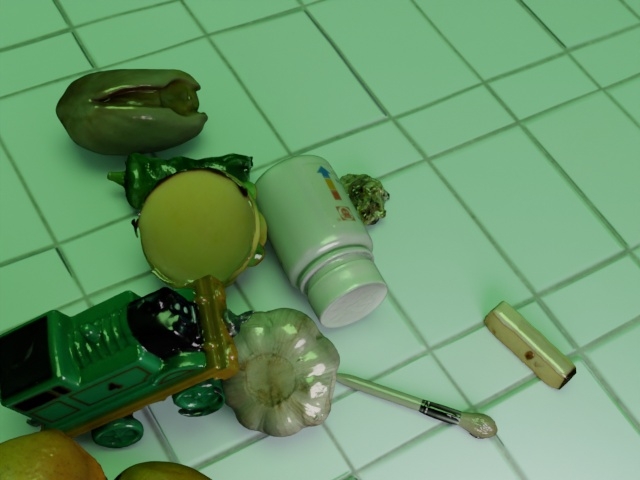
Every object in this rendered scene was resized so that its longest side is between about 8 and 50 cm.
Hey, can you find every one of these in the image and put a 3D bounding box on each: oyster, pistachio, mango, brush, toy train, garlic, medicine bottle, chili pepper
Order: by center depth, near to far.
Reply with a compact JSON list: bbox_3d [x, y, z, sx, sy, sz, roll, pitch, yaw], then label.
[{"bbox_3d":[-0.469,0.409,1.381,0.350,0.199,0.201,-37,108,-31],"label":"mango"},{"bbox_3d":[-0.211,0.412,1.478,0.228,0.099,0.136,22,50,-4],"label":"mango"},{"bbox_3d":[-0.309,0.179,1.482,0.429,0.249,0.178,-25,56,16],"label":"toy train"},{"bbox_3d":[-0.060,0.207,1.623,0.219,0.218,0.212,21,14,5],"label":"garlic"},{"bbox_3d":[0.159,0.282,1.673,0.299,0.042,0.039,16,55,6],"label":"brush"},{"bbox_3d":[0.000,0.000,1.755,0.170,0.170,0.293,-17,60,-20],"label":"medicine bottle"},{"bbox_3d":[-0.264,-0.107,1.833,0.271,0.099,0.136,5,79,-14],"label":"chili pepper"},{"bbox_3d":[-0.361,-0.243,1.867,0.288,0.197,0.166,-4,82,-29],"label":"pistachio"},{"bbox_3d":[0.086,-0.075,1.898,0.108,0.053,0.165,16,46,-11],"label":"oyster"}]

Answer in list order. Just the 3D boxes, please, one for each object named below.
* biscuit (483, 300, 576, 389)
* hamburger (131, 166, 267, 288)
[{"bbox_3d":[0.379,0.187,1.760,0.052,0.056,0.188,-35,66,-28],"label":"biscuit"},{"bbox_3d":[-0.201,-0.017,1.725,0.237,0.149,0.237,0,86,7],"label":"hamburger"}]
